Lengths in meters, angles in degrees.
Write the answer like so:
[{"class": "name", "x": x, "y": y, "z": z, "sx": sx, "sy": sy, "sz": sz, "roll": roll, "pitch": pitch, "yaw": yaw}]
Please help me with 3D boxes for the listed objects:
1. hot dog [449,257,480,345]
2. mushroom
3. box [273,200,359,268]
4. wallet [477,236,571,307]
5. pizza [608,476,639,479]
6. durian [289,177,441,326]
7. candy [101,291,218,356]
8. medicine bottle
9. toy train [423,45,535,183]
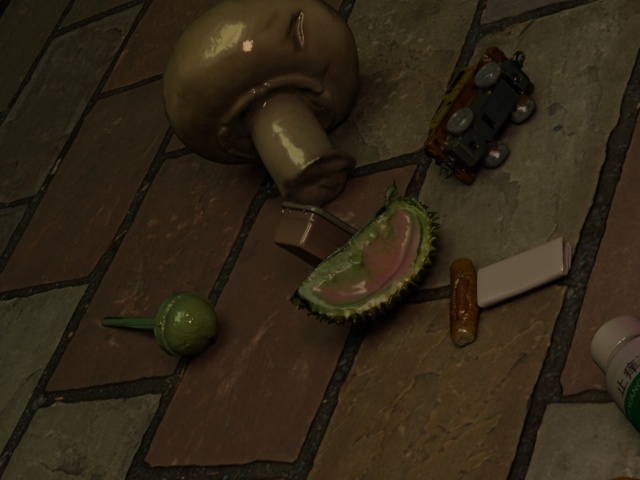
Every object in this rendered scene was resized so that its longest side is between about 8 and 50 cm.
[{"class": "hot dog", "x": 0.177, "y": 0.071, "z": 1.890, "sx": 0.044, "sy": 0.028, "sz": 0.137, "roll": -20, "pitch": 38, "yaw": 24}, {"class": "mushroom", "x": -0.072, "y": -0.202, "z": 2.299, "sx": 0.314, "sy": 0.314, "sz": 0.336, "roll": -37, "pitch": 53, "yaw": 13}, {"class": "box", "x": 0.000, "y": 0.000, "z": 2.095, "sx": 0.089, "sy": 0.122, "sz": 0.062, "roll": 9, "pitch": 71, "yaw": 53}, {"class": "wallet", "x": 0.245, "y": 0.040, "z": 1.849, "sx": 0.122, "sy": 0.025, "sz": 0.061, "roll": -24, "pitch": 35, "yaw": 30}, {"class": "pizza", "x": 0.245, "y": 0.348, "z": 1.448, "sx": 0.297, "sy": 0.071, "sz": 0.189, "roll": -46, "pitch": 32, "yaw": 0}, {"class": "durian", "x": 0.074, "y": 0.037, "z": 1.991, "sx": 0.137, "sy": 0.095, "sz": 0.221, "roll": 36, "pitch": 78, "yaw": 22}, {"class": "candy", "x": -0.255, "y": 0.125, "z": 2.301, "sx": 0.092, "sy": 0.093, "sz": 0.335, "roll": -11, "pitch": 3, "yaw": -32}, {"class": "medicine bottle", "x": 0.354, "y": 0.165, "z": 1.514, "sx": 0.095, "sy": 0.095, "sz": 0.260, "roll": -42, "pitch": 30, "yaw": 4}, {"class": "toy train", "x": 0.208, "y": -0.169, "z": 2.081, "sx": 0.219, "sy": 0.089, "sz": 0.127, "roll": -57, "pitch": 23, "yaw": -18}]
